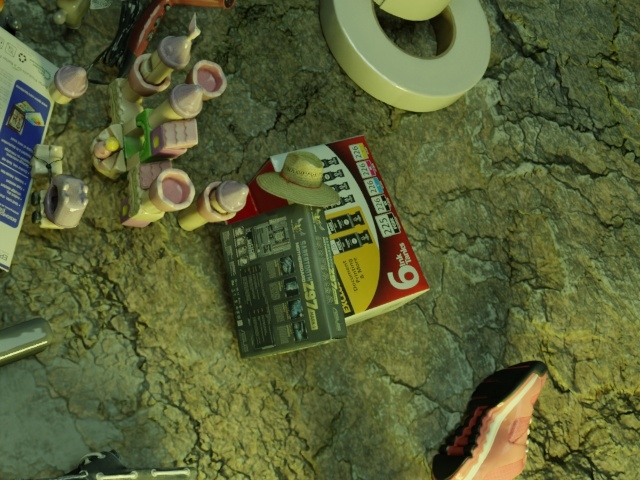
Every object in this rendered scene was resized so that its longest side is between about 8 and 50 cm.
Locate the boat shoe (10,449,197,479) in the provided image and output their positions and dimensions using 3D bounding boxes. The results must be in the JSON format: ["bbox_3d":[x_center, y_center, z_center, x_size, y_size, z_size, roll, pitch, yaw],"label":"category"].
[{"bbox_3d":[-0.316,0.353,1.280,0.301,0.108,0.102,11,66,-26],"label":"boat shoe"}]

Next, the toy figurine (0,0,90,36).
[{"bbox_3d":[-0.487,-0.447,1.457,0.213,0.148,0.209,-12,77,-13],"label":"toy figurine"}]

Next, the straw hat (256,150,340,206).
[{"bbox_3d":[-0.029,-0.111,1.439,0.145,0.061,0.144,11,23,-5],"label":"straw hat"}]

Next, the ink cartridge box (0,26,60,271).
[{"bbox_3d":[-0.515,-0.150,1.357,0.176,0.069,0.370,37,50,-48],"label":"ink cartridge box"}]

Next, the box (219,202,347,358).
[{"bbox_3d":[-0.064,0.067,1.463,0.059,0.183,0.232,3,73,-58],"label":"box"}]

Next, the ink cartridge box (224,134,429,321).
[{"bbox_3d":[0.000,0.000,1.567,0.272,0.130,0.309,-17,78,-29],"label":"ink cartridge box"}]

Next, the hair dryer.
[{"bbox_3d":[-0.282,-0.394,1.540,0.080,0.294,0.223,22,54,-71],"label":"hair dryer"}]

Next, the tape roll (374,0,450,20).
[{"bbox_3d":[0.206,-0.596,1.802,0.246,0.169,0.246,11,65,-24],"label":"tape roll"}]

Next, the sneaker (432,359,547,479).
[{"bbox_3d":[0.330,0.356,1.625,0.136,0.116,0.314,50,63,-14],"label":"sneaker"}]

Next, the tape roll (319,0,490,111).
[{"bbox_3d":[0.181,-0.459,1.877,0.392,0.072,0.392,10,66,-23],"label":"tape roll"}]

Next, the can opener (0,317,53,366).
[{"bbox_3d":[-0.532,0.156,1.265,0.283,0.076,0.095,-20,81,-33],"label":"can opener"}]

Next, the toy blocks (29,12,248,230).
[{"bbox_3d":[-0.262,-0.173,1.387,0.309,0.260,0.288,2,75,-37],"label":"toy blocks"}]
